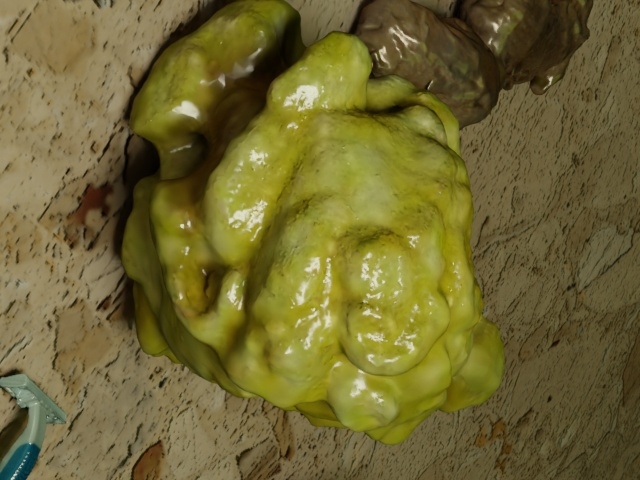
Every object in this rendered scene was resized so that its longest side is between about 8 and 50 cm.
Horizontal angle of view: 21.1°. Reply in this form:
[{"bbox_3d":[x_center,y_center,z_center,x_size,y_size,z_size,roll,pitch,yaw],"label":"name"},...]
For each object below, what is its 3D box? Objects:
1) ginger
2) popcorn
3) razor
[{"bbox_3d":[0.127,-0.150,1.307,0.290,0.084,0.122,-18,135,-52],"label":"ginger"},{"bbox_3d":[0.000,0.000,1.054,0.235,0.250,0.242,-47,147,-13],"label":"popcorn"},{"bbox_3d":[-0.222,0.173,1.052,0.191,0.037,0.068,-55,152,-15],"label":"razor"}]
